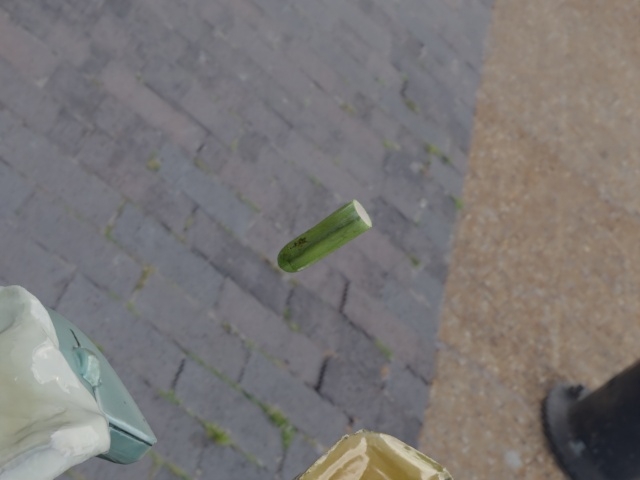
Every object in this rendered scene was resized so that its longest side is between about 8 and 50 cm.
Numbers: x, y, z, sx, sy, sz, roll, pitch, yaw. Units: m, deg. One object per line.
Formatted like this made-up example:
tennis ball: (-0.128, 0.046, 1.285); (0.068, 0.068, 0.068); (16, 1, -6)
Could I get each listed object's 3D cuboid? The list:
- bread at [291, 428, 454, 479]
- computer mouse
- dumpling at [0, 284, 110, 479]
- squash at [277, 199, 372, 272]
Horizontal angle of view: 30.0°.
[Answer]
bread: (0.012, 0.275, 1.017); (0.136, 0.107, 0.241); (28, 46, 25)
computer mouse: (-0.231, 0.093, 0.925); (0.159, 0.288, 0.097); (37, 68, -33)
dumpling: (-0.234, 0.155, 0.567); (0.187, 0.318, 0.243); (30, 17, -31)
squash: (0.000, 0.000, 0.956); (0.027, 0.083, 0.027); (50, 18, -22)
